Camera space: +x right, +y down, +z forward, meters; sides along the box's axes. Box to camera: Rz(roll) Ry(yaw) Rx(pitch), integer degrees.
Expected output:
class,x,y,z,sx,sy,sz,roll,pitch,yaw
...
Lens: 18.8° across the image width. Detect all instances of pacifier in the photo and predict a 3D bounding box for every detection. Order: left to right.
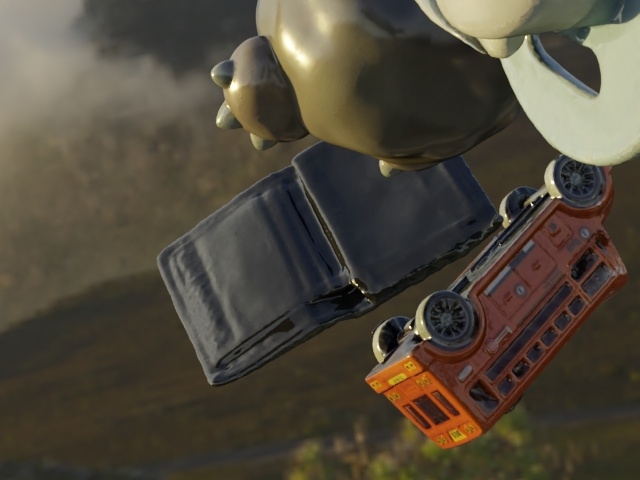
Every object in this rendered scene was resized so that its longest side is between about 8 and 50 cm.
class,x,y,z,sx,sy,sz,roll,pitch,yaw
pacifier,0.166,-0.194,0.968,0.233,0.299,0.244,-7,29,-16

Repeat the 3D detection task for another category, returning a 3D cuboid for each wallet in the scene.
class,x,y,z,sx,sy,sz,roll,pitch,yaw
wallet,0.000,0.000,1.890,0.323,0.041,0.247,-33,41,5

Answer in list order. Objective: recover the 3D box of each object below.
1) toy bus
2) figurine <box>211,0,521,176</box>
class,x,y,z,sx,sy,sz,roll,pitch,yaw
toy bus,0.201,0.056,1.987,0.329,0.153,0.143,-46,3,-26
figurine,0.093,-0.209,1.450,0.248,0.381,0.203,9,32,-42
